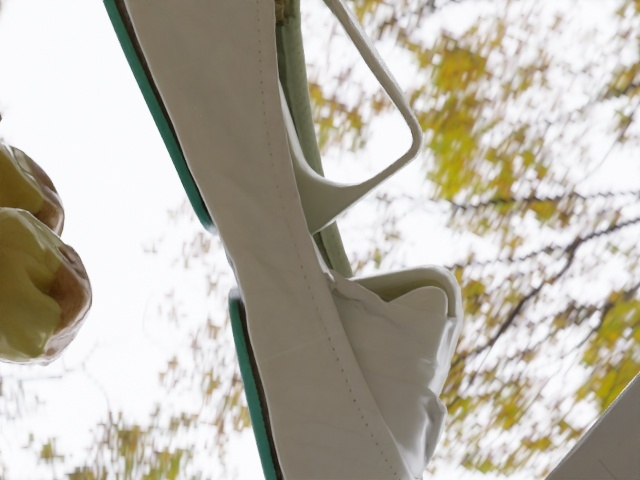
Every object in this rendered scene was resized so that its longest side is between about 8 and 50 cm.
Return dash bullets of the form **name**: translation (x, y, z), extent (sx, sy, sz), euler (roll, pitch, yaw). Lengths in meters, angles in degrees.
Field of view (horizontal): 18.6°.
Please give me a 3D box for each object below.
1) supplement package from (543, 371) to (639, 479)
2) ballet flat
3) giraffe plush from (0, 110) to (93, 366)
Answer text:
- **supplement package**: translation (0.201, 0.036, 0.498), extent (0.244, 0.134, 0.139), euler (-51, -133, 12)
- **ballet flat**: translation (0.000, 0.000, 0.978), extent (0.139, 0.139, 0.400), euler (-18, -88, -13)
- **giraffe plush**: translation (-0.214, -0.001, 0.715), extent (0.170, 0.210, 0.181), euler (-42, -140, 9)
